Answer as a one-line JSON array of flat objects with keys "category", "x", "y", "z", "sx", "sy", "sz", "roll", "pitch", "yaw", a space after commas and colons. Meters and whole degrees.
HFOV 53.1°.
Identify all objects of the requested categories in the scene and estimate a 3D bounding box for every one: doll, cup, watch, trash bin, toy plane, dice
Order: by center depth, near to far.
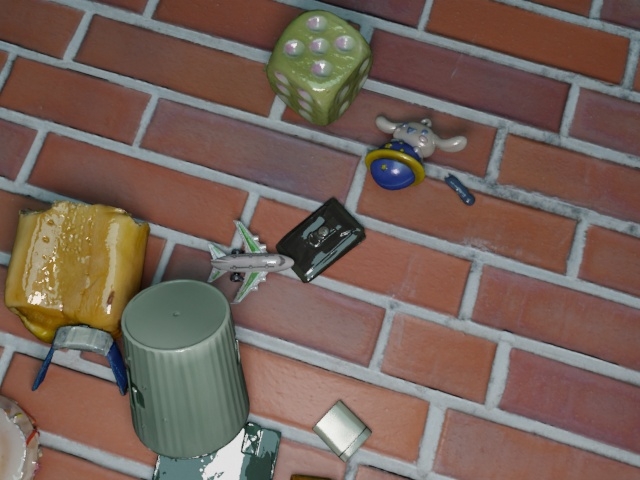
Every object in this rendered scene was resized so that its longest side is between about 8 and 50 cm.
[{"category": "cup", "x": -0.384, "y": 0.312, "z": 1.661, "sx": 0.401, "sy": 0.392, "sz": 0.310, "roll": 21, "pitch": 41, "yaw": 25}, {"category": "watch", "x": -0.678, "y": 0.329, "z": 1.746, "sx": 0.276, "sy": 0.274, "sz": 0.068, "roll": 2, "pitch": 49, "yaw": -1}, {"category": "trash bin", "x": 0.061, "y": 0.536, "z": 1.801, "sx": 0.130, "sy": 0.059, "sz": 0.116, "roll": 44, "pitch": 78, "yaw": 10}, {"category": "toy plane", "x": -0.206, "y": 0.066, "z": 1.891, "sx": 0.255, "sy": 0.101, "sz": 0.251, "roll": 0, "pitch": 76, "yaw": -5}, {"category": "doll", "x": 0.285, "y": -0.251, "z": 1.937, "sx": 0.311, "sy": 0.159, "sz": 0.242, "roll": 6, "pitch": 47, "yaw": 29}, {"category": "dice", "x": -0.003, "y": -0.526, "z": 1.957, "sx": 0.254, "sy": 0.252, "sz": 0.250, "roll": 37, "pitch": 78, "yaw": 10}, {"category": "doll", "x": 0.432, "y": -0.158, "z": 1.989, "sx": 0.037, "sy": 0.027, "sz": 0.125, "roll": -37, "pitch": 77, "yaw": -9}]

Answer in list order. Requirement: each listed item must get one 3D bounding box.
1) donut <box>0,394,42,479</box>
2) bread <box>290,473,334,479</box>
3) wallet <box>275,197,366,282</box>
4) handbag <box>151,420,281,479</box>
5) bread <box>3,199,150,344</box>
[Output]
[{"category": "donut", "x": -0.940, "y": 0.591, "z": 1.735, "sx": 0.382, "sy": 0.142, "sz": 0.382, "roll": 0, "pitch": 77, "yaw": -1}, {"category": "bread", "x": -0.026, "y": 0.728, "z": 1.731, "sx": 0.132, "sy": 0.103, "sz": 0.172, "roll": 6, "pitch": 75, "yaw": 1}, {"category": "wallet", "x": 0.000, "y": 0.000, "z": 1.937, "sx": 0.245, "sy": 0.052, "sz": 0.168, "roll": -39, "pitch": 77, "yaw": -7}, {"category": "handbag", "x": -0.287, "y": 0.609, "z": 1.767, "sx": 0.326, "sy": 0.089, "sz": 0.238, "roll": 10, "pitch": 74, "yaw": 2}, {"category": "bread", "x": -0.678, "y": 0.104, "z": 1.808, "sx": 0.361, "sy": 0.250, "sz": 0.394, "roll": 5, "pitch": 80, "yaw": 3}]
